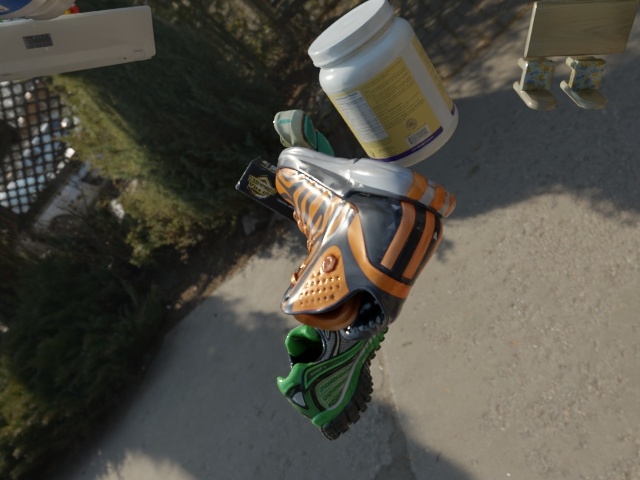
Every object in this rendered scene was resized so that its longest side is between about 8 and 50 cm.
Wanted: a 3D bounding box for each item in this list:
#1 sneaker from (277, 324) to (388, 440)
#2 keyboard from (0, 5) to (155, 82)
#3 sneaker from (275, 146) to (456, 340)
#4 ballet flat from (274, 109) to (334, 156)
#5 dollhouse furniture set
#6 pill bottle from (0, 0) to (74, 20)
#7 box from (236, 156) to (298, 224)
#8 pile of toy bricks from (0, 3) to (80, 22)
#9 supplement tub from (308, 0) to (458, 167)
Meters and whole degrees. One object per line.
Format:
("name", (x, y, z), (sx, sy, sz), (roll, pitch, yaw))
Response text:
("sneaker", (0.026, 0.171, 0.935), (0.134, 0.146, 0.343), (-42, 12, 27))
("keyboard", (-0.319, -0.220, 0.601), (0.014, 0.256, 0.072), (60, 156, 29))
("sneaker", (0.000, 0.000, 0.595), (0.180, 0.125, 0.321), (-66, 24, 0))
("ballet flat", (-0.033, -0.202, 1.120), (0.086, 0.248, 0.086), (-5, 72, 15))
("dollhouse furniture set", (0.412, -0.282, 0.716), (0.242, 0.212, 0.161), (-2, 38, 1))
("pill bottle", (-0.308, -0.267, 0.457), (0.124, 0.124, 0.221), (-48, 3, 10))
("box", (-0.033, -0.078, 1.162), (0.073, 0.293, 0.295), (-59, 9, 6))
("pile of toy bricks", (-0.473, -0.334, 0.764), (0.212, 0.118, 0.105), (1, 47, 7))
("supplement tub", (0.147, -0.358, 1.230), (0.241, 0.331, 0.241), (-29, 29, 18))
